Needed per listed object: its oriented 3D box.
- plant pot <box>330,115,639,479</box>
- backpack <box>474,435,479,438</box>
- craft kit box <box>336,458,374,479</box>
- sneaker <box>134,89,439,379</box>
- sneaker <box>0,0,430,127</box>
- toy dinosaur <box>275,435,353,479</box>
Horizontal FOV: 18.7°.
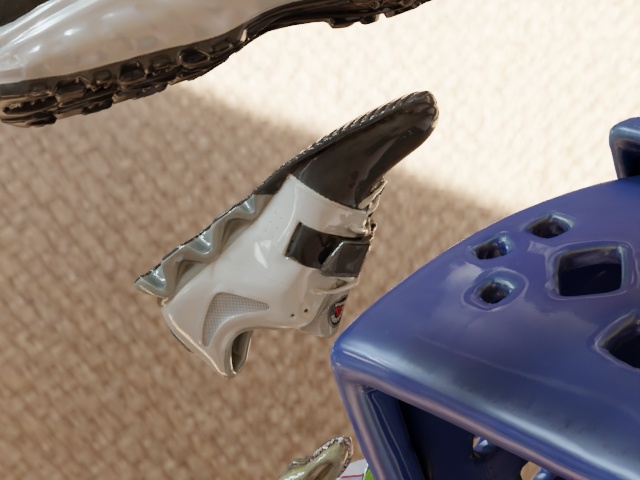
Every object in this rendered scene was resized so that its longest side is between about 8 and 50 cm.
[{"bbox_3d":[0.179,0.090,0.811,0.236,0.236,0.212,22,56,40],"label":"plant pot"},{"bbox_3d":[0.143,0.135,1.828,0.105,0.084,0.114,-29,34,32],"label":"backpack"},{"bbox_3d":[0.059,0.301,1.166,0.250,0.061,0.247,39,66,-12],"label":"craft kit box"},{"bbox_3d":[0.000,0.000,1.687,0.330,0.122,0.146,-38,86,28],"label":"sneaker"},{"bbox_3d":[-0.007,-0.128,0.712,0.271,0.100,0.108,-18,88,-18],"label":"sneaker"},{"bbox_3d":[-0.097,0.176,0.933,0.268,0.118,0.064,-20,105,-4],"label":"toy dinosaur"}]
